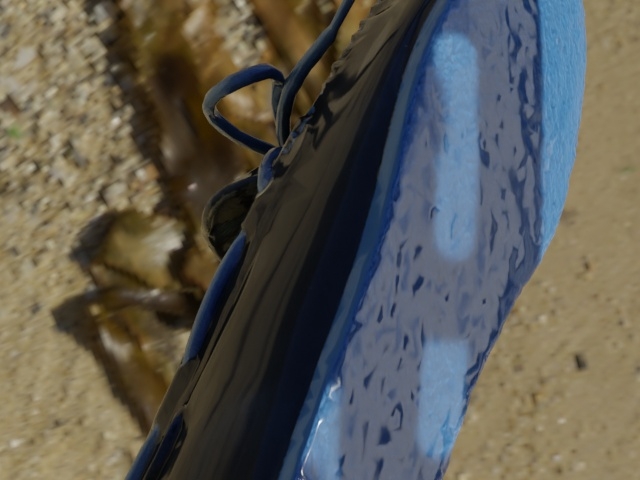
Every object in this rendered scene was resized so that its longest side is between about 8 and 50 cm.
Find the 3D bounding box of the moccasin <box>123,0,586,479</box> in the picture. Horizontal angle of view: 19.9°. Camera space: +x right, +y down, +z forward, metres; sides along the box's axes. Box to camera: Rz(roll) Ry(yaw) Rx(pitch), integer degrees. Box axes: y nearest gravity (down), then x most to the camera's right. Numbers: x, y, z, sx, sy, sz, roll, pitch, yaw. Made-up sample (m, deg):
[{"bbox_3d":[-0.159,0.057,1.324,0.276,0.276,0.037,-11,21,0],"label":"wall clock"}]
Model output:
[{"bbox_3d":[0.000,0.000,0.678,0.137,0.117,0.342,56,48,-38],"label":"moccasin"}]
